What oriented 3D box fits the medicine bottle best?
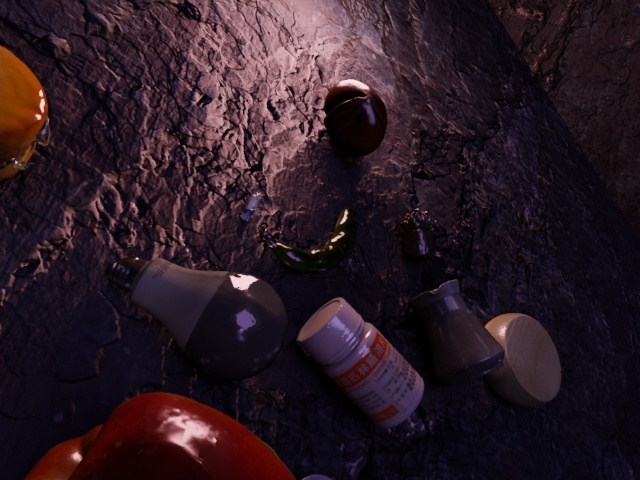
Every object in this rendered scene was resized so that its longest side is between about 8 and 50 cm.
[{"bbox_3d":[0.081,0.244,0.874,0.252,0.144,0.144,48,50,-4],"label":"medicine bottle"}]

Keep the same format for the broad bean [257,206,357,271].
[{"bbox_3d":[0.000,0.000,0.997,0.292,0.049,0.143,-15,76,-38],"label":"broad bean"}]

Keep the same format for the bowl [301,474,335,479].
[{"bbox_3d":[-0.012,0.496,0.703,0.189,0.086,0.188,38,28,-24],"label":"bowl"}]

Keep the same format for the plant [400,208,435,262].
[{"bbox_3d":[0.266,-0.014,1.167,0.095,0.092,0.143,6,72,-25],"label":"plant"}]

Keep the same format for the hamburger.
[{"bbox_3d":[-0.537,-0.182,0.630,0.246,0.170,0.245,26,43,-26],"label":"hamburger"}]

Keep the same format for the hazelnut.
[{"bbox_3d":[0.101,-0.329,1.156,0.178,0.178,0.203,3,75,-34],"label":"hazelnut"}]

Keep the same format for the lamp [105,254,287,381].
[{"bbox_3d":[-0.198,0.104,0.748,0.314,0.181,0.182,39,48,12],"label":"lamp"}]

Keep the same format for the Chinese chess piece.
[{"bbox_3d":[0.546,0.326,1.186,0.251,0.101,0.250,16,60,-29],"label":"Chinese chess piece"}]

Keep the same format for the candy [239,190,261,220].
[{"bbox_3d":[-0.154,-0.077,0.945,0.030,0.020,0.083,32,52,-21],"label":"candy"}]

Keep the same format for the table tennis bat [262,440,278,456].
[{"bbox_3d":[-0.131,0.455,0.690,0.161,0.039,0.256,22,51,-26],"label":"table tennis bat"}]

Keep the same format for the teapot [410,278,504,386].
[{"bbox_3d":[0.331,0.224,1.061,0.203,0.171,0.225,23,42,-63],"label":"teapot"}]

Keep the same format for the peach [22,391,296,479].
[{"bbox_3d":[-0.178,0.362,0.485,0.406,0.309,0.335,40,44,15],"label":"peach"}]
